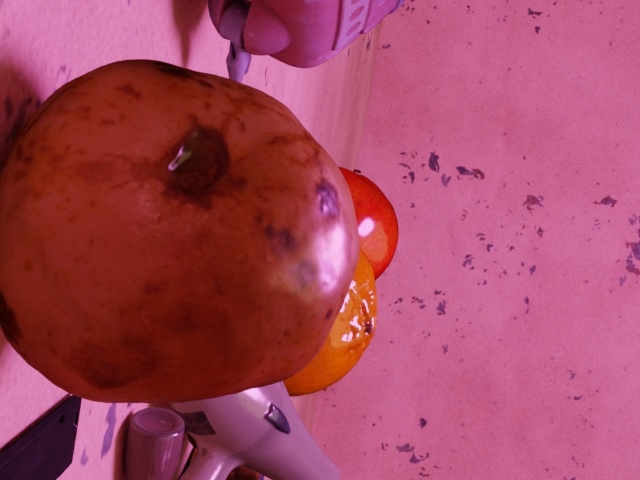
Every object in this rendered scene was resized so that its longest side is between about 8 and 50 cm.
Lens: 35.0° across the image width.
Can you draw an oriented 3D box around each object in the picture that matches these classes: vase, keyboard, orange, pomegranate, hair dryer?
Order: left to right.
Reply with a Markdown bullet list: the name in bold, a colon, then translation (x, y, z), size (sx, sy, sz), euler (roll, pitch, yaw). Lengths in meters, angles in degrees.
- **keyboard**: translation (-0.202, 0.158, 0.686), size (0.198, 0.010, 0.063), euler (-49, 149, -78)
- **vase**: translation (-0.161, 0.213, 0.960), size (0.053, 0.053, 0.100), euler (-63, 166, -70)
- **pomegranate**: translation (-0.091, 0.005, 0.607), size (0.215, 0.215, 0.215), euler (9, 90, -84)
- **hair dryer**: translation (-0.084, 0.273, 1.117), size (0.296, 0.119, 0.298), euler (24, 75, -50)
- **orange**: translation (-0.032, 0.080, 1.231), size (0.219, 0.193, 0.219), euler (20, 66, -52)
- **pomegranate**: translation (0.000, 0.000, 1.454), size (0.235, 0.210, 0.210), euler (-42, 151, -34)

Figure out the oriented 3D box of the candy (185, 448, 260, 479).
- **candy**: translation (-0.123, 0.310, 1.260), size (0.271, 0.101, 0.143), euler (-75, 174, -65)

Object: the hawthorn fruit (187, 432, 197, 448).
- **hawthorn fruit**: translation (-0.114, 0.215, 1.210), size (0.093, 0.093, 0.093), euler (9, 90, -84)

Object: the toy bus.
- **toy bus**: translation (-0.015, -0.283, 0.889), size (0.232, 0.197, 0.294), euler (-52, 166, -22)

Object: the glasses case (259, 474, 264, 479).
- **glasses case**: translation (-0.126, 0.392, 1.495), size (0.248, 0.065, 0.086), euler (-64, 165, -73)
